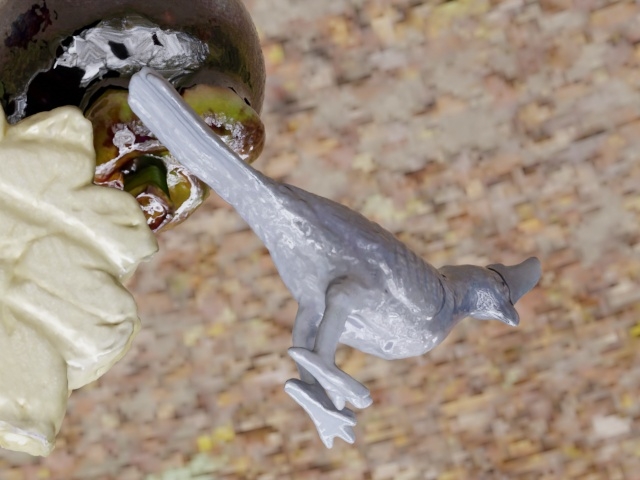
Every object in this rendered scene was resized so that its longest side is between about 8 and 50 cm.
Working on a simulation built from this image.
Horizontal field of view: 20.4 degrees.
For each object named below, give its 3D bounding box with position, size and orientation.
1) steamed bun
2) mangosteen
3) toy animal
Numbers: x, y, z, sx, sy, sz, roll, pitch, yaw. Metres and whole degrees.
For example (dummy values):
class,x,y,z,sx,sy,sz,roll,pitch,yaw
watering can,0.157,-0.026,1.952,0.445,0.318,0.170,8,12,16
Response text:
class,x,y,z,sx,sy,sz,roll,pitch,yaw
steamed bun,-0.275,0.034,1.338,0.292,0.295,0.137,-25,175,-29
mangosteen,-0.173,-0.111,1.544,0.275,0.302,0.275,-10,133,-10
toy animal,0.011,0.036,1.251,0.367,0.205,0.081,25,142,-27
